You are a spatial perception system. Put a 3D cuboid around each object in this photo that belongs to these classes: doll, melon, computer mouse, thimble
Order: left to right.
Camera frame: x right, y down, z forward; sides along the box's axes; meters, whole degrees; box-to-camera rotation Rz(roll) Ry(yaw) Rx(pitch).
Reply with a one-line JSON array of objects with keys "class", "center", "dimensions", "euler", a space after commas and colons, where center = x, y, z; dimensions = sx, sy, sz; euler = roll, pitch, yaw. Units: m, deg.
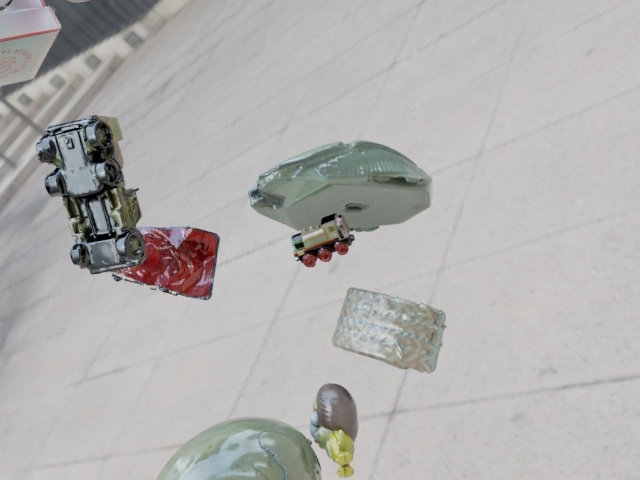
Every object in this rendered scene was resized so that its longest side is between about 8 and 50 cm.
[{"class": "melon", "center": [-0.146, 0.458, 1.523], "dimensions": [0.330, 0.268, 0.268], "euler": [-34, 18, -18]}, {"class": "doll", "center": [0.025, 0.345, 1.572], "dimensions": [0.096, 0.145, 0.188], "euler": [-11, 9, 0]}, {"class": "computer mouse", "center": [0.050, -0.128, 1.854], "dimensions": [0.228, 0.429, 0.145], "euler": [128, 136, -54]}, {"class": "thimble", "center": [0.142, 0.183, 1.762], "dimensions": [0.229, 0.196, 0.148], "euler": [6, 80, 58]}]

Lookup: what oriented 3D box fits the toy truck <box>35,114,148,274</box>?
[{"class": "toy truck", "center": [-0.365, -0.076, 1.408], "dimensions": [0.127, 0.257, 0.127], "euler": [-10, 8, 20]}]

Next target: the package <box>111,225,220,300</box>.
[{"class": "package", "center": [-0.391, 0.040, 2.108], "dimensions": [0.071, 0.269, 0.194], "euler": [123, 156, -68]}]

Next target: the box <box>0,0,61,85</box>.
[{"class": "box", "center": [-0.983, -0.627, 2.414], "dimensions": [0.314, 0.300, 0.312], "euler": [-24, -4, -37]}]

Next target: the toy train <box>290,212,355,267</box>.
[{"class": "toy train", "center": [0.000, 0.000, 1.768], "dimensions": [0.138, 0.087, 0.050], "euler": [-21, 24, 15]}]
